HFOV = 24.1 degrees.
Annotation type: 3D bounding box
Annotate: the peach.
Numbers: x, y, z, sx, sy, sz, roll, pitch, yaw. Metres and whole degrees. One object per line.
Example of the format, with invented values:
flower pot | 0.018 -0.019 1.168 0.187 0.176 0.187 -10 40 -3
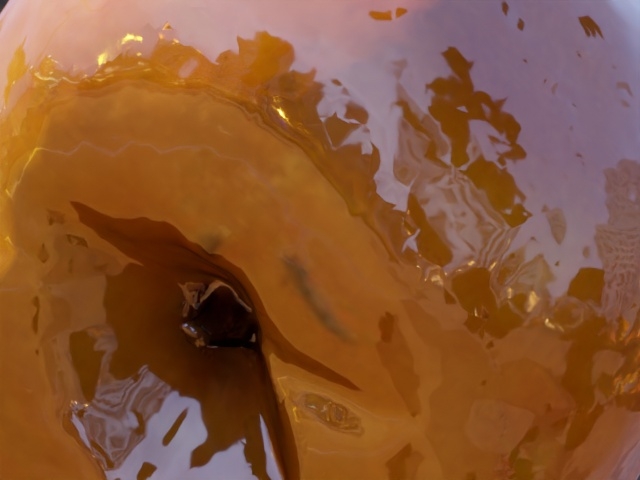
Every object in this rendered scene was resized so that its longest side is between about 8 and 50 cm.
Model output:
peach | 0.000 0.000 0.629 0.343 0.342 0.302 20 21 19
